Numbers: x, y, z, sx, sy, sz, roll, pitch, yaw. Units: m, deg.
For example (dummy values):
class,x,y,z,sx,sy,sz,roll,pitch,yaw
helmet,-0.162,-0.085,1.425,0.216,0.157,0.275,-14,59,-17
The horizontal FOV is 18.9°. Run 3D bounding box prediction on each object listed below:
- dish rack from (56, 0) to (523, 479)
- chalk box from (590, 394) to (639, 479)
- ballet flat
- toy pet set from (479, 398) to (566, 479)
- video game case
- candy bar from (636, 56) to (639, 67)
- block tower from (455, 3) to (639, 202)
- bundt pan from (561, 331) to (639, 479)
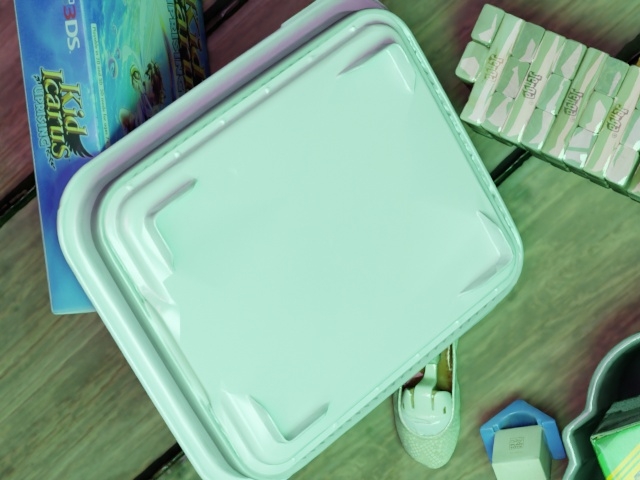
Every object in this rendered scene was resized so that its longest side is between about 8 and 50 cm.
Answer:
class,x,y,z,sx,sy,sz,roll,pitch,yaw
dish rack,0.000,0.000,1.415,0.333,0.072,0.285,-37,108,-25
chalk box,0.313,0.150,1.320,0.213,0.132,0.132,-20,90,16
ballet flat,0.083,0.103,1.541,0.057,0.052,0.168,2,96,14
toy pet set,0.161,0.190,1.538,0.122,0.065,0.114,-9,128,18
video game case,-0.147,-0.092,1.482,0.061,0.244,0.269,-5,94,17
candy bar,0.290,-0.201,1.480,0.040,0.018,0.161,22,101,11
block tower,0.265,-0.069,1.455,0.335,0.097,0.091,24,92,13
bundt pan,0.347,0.182,1.445,0.331,0.124,0.331,1,96,14
